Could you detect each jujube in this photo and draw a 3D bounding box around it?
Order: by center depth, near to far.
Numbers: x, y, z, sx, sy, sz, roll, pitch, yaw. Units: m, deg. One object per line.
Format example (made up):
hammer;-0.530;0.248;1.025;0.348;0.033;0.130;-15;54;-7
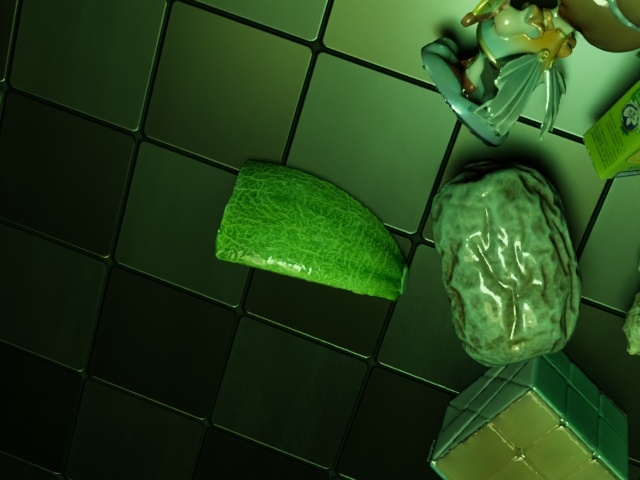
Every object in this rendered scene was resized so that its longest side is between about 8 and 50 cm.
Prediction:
jujube;0.284;0.034;1.699;0.226;0.226;0.317;-13;94;19

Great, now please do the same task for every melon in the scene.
melon;0.000;0.000;1.821;0.323;0.196;0.124;18;151;-1

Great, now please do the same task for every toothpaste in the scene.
toothpaste;0.489;-0.193;1.503;0.327;0.110;0.077;127;131;-57

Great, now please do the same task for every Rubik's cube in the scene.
Rubik's cube;0.340;0.323;1.802;0.224;0.231;0.221;45;115;-4

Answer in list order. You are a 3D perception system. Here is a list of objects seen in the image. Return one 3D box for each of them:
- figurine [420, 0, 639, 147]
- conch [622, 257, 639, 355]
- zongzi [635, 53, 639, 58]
figurine;0.352;-0.290;1.542;0.388;0.276;0.248;-37;66;21
conch;0.559;0.101;1.723;0.178;0.163;0.245;-6;94;-17
zongzi;0.519;-0.224;1.629;0.113;0.052;0.104;2;110;25
